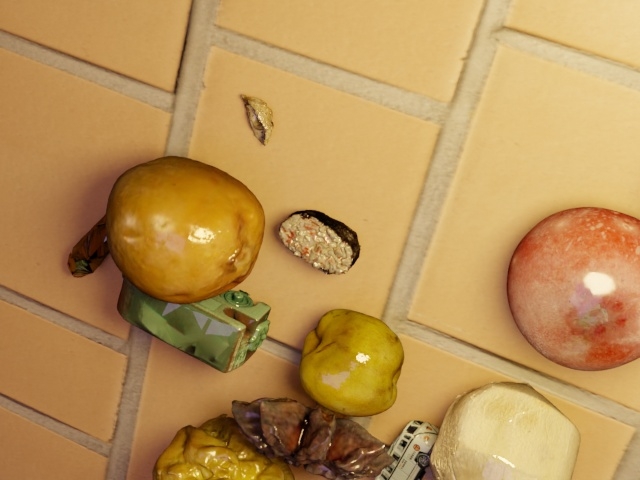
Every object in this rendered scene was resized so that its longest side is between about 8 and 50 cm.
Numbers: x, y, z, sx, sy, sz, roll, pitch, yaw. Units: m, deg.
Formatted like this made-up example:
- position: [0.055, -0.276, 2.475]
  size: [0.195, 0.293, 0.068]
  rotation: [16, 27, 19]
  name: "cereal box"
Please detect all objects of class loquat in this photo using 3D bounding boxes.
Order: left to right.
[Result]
- position: [-0.247, -0.028, 1.649]
  size: [0.284, 0.276, 0.276]
  rotation: [44, 121, 25]
  name: "loquat"

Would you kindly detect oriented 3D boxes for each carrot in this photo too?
- position: [-0.440, -0.006, 1.840]
  size: [0.069, 0.069, 0.228]
  rotation: [48, 118, -1]
  name: "carrot"

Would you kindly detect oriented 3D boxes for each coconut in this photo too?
- position: [0.324, 0.366, 1.591]
  size: [0.245, 0.247, 0.245]
  rotation: [19, 144, 14]
  name: "coconut"

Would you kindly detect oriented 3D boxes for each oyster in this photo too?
- position: [-0.111, -0.222, 1.655]
  size: [0.080, 0.038, 0.083]
  rotation: [41, 151, 30]
  name: "oyster"

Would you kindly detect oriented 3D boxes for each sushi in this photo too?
- position: [0.000, 0.000, 1.659]
  size: [0.150, 0.078, 0.090]
  rotation: [33, 117, 8]
  name: "sushi"

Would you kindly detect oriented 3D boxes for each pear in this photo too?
- position: [0.060, 0.226, 1.661]
  size: [0.200, 0.200, 0.200]
  rotation: [7, 112, 19]
  name: "pear"

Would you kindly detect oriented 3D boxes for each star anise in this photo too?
- position: [-0.018, 0.377, 1.694]
  size: [0.331, 0.332, 0.118]
  rotation: [9, 70, 18]
  name: "star anise"

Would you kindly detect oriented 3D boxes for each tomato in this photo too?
- position: [0.430, 0.080, 1.440]
  size: [0.270, 0.227, 0.270]
  rotation: [6, 110, 16]
  name: "tomato"

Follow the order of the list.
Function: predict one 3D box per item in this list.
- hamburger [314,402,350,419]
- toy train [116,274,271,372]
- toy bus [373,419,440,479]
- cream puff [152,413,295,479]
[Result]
- position: [0.030, 0.328, 1.791]
  size: [0.076, 0.044, 0.083]
  rotation: [39, 117, 5]
  name: "hamburger"
- position: [-0.261, 0.132, 1.768]
  size: [0.326, 0.159, 0.129]
  rotation: [27, 115, 11]
  name: "toy train"
- position: [0.170, 0.431, 1.754]
  size: [0.089, 0.087, 0.194]
  rotation: [34, 119, 17]
  name: "toy bus"
- position: [-0.214, 0.487, 1.791]
  size: [0.291, 0.324, 0.257]
  rotation: [-30, 76, 55]
  name: "cream puff"
